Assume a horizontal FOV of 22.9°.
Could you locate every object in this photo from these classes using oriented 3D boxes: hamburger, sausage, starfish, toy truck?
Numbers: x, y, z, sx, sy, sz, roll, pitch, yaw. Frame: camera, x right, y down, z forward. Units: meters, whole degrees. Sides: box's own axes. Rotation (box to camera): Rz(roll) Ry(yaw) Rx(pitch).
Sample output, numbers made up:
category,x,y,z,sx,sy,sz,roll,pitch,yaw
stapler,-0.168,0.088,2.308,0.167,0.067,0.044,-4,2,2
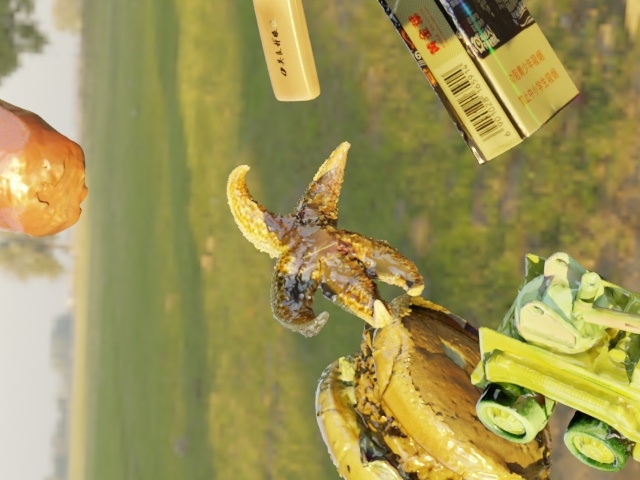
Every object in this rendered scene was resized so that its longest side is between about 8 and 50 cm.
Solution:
category,x,y,z,sx,sy,sz,roll,pitch,yaw
hamburger,0.140,0.219,1.976,0.195,0.276,0.318,-51,18,29
sausage,-0.401,-0.097,1.858,0.152,0.279,0.152,-53,-23,-34
starfish,-0.001,0.001,1.631,0.216,0.238,0.071,-51,-13,-36
toy truck,0.233,0.089,1.040,0.128,0.259,0.135,-54,-24,-27

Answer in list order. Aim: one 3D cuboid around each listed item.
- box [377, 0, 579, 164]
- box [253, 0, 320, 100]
category,x,y,z,sx,sy,sz,roll,pitch,yaw
box,0.191,-0.270,2.019,0.310,0.084,0.198,58,-144,-4
box,-0.033,-0.191,1.528,0.048,0.025,0.115,6,117,41
